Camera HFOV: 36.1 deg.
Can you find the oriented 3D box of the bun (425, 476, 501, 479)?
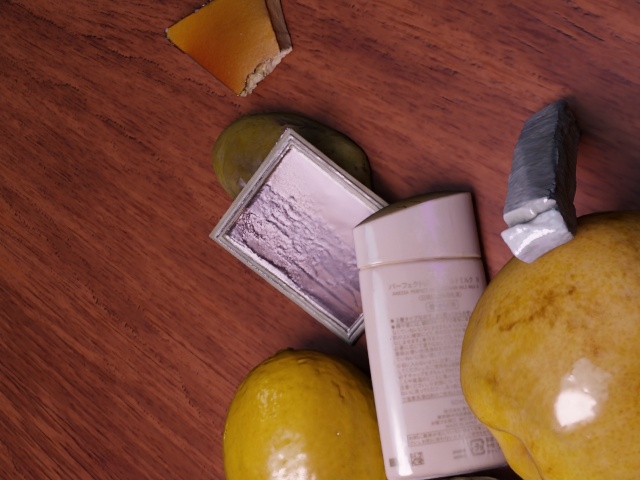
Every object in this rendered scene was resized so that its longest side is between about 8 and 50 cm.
[{"bbox_3d":[0.157,0.330,1.169,0.164,0.188,0.111,-15,70,-2],"label":"bun"}]

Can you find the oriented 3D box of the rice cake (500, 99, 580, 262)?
[{"bbox_3d":[0.242,-0.071,1.057,0.066,0.336,0.063,-32,102,27],"label":"rice cake"}]

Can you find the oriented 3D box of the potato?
[{"bbox_3d":[-0.058,-0.097,1.383,0.272,0.111,0.160,30,105,33],"label":"potato"}]

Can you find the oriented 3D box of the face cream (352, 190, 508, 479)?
[{"bbox_3d":[0.136,0.111,1.208,0.081,0.174,0.348,148,116,-66],"label":"face cream"}]

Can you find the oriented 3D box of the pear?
[{"bbox_3d":[0.301,0.123,1.009,0.314,0.314,0.314,-3,85,34],"label":"pear"}]

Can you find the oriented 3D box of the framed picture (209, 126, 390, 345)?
[{"bbox_3d":[0.000,0.000,1.316,0.252,0.014,0.197,38,109,-2],"label":"framed picture"}]

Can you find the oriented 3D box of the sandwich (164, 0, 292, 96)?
[{"bbox_3d":[-0.136,-0.285,1.480,0.193,0.058,0.162,-21,76,29],"label":"sandwich"}]

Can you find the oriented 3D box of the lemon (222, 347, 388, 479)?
[{"bbox_3d":[-0.010,0.270,1.249,0.236,0.236,0.263,-3,89,34],"label":"lemon"}]
